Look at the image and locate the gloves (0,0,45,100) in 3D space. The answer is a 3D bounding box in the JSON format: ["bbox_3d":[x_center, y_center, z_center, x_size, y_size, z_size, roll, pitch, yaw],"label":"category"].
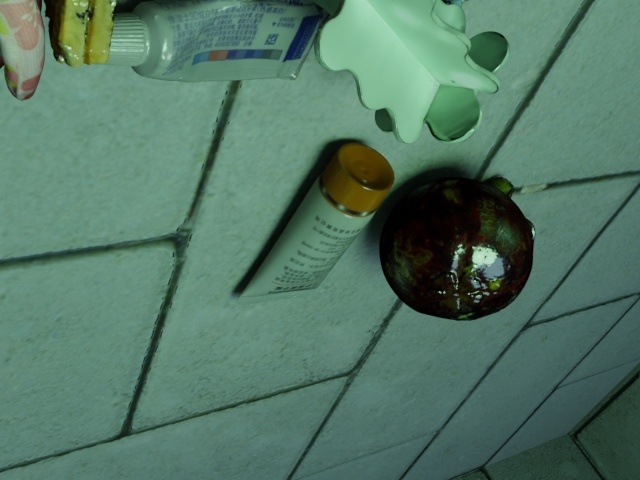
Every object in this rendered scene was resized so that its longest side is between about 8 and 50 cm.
[{"bbox_3d":[-0.248,-0.204,0.554,0.126,0.145,0.241,-23,135,3],"label":"gloves"}]

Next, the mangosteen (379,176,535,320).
[{"bbox_3d":[0.219,-0.008,1.222,0.289,0.231,0.231,-57,174,-49],"label":"mangosteen"}]

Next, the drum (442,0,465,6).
[{"bbox_3d":[0.136,-0.272,0.897,0.130,0.049,0.253,-14,146,-29],"label":"drum"}]

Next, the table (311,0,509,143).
[{"bbox_3d":[0.078,-0.207,0.790,0.166,0.166,0.198,-41,141,13],"label":"table"}]

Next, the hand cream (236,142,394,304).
[{"bbox_3d":[0.000,0.000,1.122,0.140,0.089,0.314,-3,142,-38],"label":"hand cream"}]

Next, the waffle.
[{"bbox_3d":[-0.186,-0.214,0.597,0.042,0.148,0.102,-3,141,-25],"label":"waffle"}]

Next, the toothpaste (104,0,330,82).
[{"bbox_3d":[-0.107,-0.200,0.780,0.283,0.068,0.099,-15,178,-42],"label":"toothpaste"}]
